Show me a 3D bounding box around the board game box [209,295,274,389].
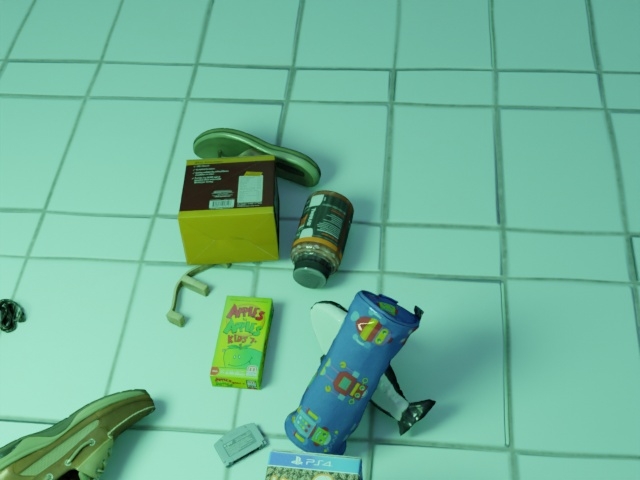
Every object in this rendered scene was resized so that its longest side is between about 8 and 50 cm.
[{"bbox_3d":[-0.148,0.193,1.688,0.092,0.043,0.181,3,52,7],"label":"board game box"}]

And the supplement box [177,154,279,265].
[{"bbox_3d":[-0.184,-0.065,1.822,0.191,0.129,0.194,-3,41,1],"label":"supplement box"}]

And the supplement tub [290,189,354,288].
[{"bbox_3d":[0.000,0.000,1.792,0.106,0.106,0.198,8,52,10],"label":"supplement tub"}]

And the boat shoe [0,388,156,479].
[{"bbox_3d":[-0.424,0.366,1.512,0.324,0.122,0.120,-24,76,-36],"label":"boat shoe"}]

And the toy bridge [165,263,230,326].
[{"bbox_3d":[-0.255,0.090,1.787,0.063,0.026,0.188,21,55,21],"label":"toy bridge"}]

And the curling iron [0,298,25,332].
[{"bbox_3d":[-0.654,0.223,1.702,0.068,0.035,0.274,12,53,13],"label":"curling iron"}]

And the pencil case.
[{"bbox_3d":[0.053,0.224,1.508,0.119,0.306,0.133,28,15,0],"label":"pencil case"}]

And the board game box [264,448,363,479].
[{"bbox_3d":[-0.020,0.498,1.316,0.141,0.232,0.291,4,51,7],"label":"board game box"}]

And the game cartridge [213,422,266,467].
[{"bbox_3d":[-0.144,0.361,1.572,0.083,0.017,0.056,-26,58,-16],"label":"game cartridge"}]

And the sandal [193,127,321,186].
[{"bbox_3d":[-0.149,-0.168,1.935,0.302,0.120,0.086,17,68,16],"label":"sandal"}]

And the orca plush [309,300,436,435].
[{"bbox_3d":[0.103,0.214,1.621,0.287,0.151,0.102,35,30,30],"label":"orca plush"}]
